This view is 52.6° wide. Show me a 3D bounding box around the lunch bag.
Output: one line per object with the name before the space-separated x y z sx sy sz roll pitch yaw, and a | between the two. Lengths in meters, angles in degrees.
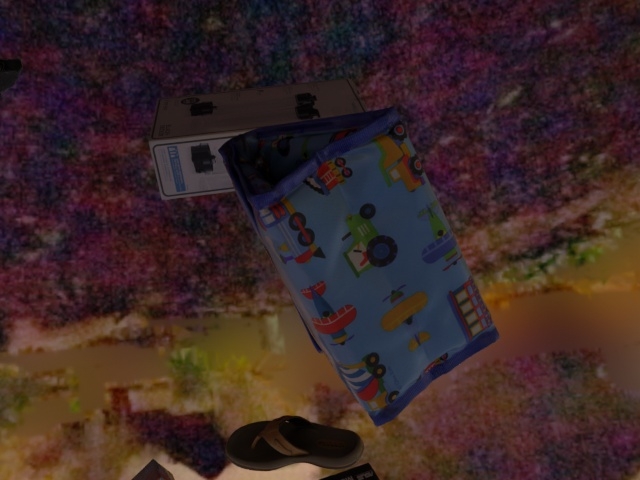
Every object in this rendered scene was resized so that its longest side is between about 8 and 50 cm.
lunch bag | 0.000 0.000 0.627 0.138 0.221 0.293 -33 -160 -13

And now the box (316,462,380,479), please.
box | -0.017 0.444 1.031 0.184 0.045 0.191 -6 134 -37

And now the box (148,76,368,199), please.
box | -0.082 -0.148 0.907 0.289 0.169 0.087 -8 123 -5

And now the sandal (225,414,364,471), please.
sandal | -0.034 0.255 0.832 0.180 0.072 0.049 -1 126 12

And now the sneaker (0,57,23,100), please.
sneaker | -0.533 -0.253 0.959 0.170 0.051 0.089 15 144 -15

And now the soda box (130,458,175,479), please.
soda box | -0.340 0.482 1.150 0.183 0.058 0.063 -43 -150 -11
